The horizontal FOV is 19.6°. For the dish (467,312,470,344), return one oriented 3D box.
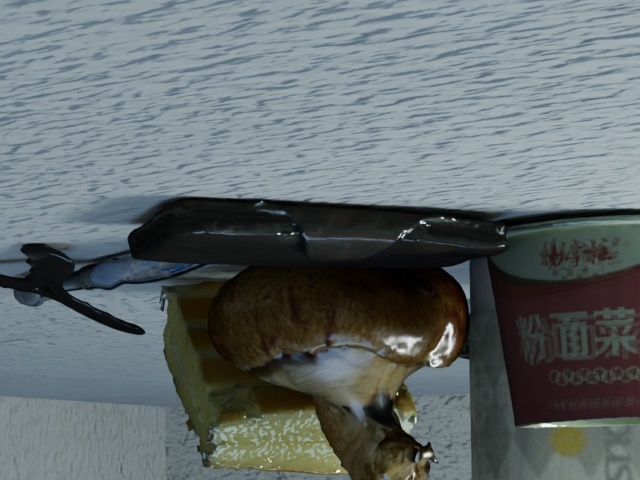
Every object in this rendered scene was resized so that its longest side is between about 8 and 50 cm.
[{"bbox_3d":[0.221,0.149,2.282,0.141,0.078,0.141,37,160,16],"label":"dish"}]

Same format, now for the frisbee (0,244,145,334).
[{"bbox_3d":[-0.288,0.042,1.855,0.187,0.012,0.211,10,159,22],"label":"frisbee"}]

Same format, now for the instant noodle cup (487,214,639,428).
[{"bbox_3d":[0.262,0.077,1.676,0.235,0.178,0.235,-2,172,0],"label":"instant noodle cup"}]

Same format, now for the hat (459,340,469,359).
[{"bbox_3d":[0.190,0.144,2.592,0.121,0.050,0.121,1,178,0],"label":"hat"}]

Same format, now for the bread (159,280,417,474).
[{"bbox_3d":[-0.042,0.147,2.002,0.246,0.111,0.239,4,-148,-21],"label":"bread"}]

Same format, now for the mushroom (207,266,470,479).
[{"bbox_3d":[0.010,0.101,1.825,0.267,0.254,0.267,19,157,9],"label":"mushroom"}]

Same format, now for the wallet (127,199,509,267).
[{"bbox_3d":[0.000,0.000,1.604,0.310,0.042,0.165,3,173,-20],"label":"wallet"}]

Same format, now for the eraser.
[{"bbox_3d":[0.258,0.209,1.824,0.213,0.396,0.082,1,171,-6],"label":"eraser"}]

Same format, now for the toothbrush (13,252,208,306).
[{"bbox_3d":[-0.205,0.031,1.839,0.042,0.035,0.413,-20,-175,-34],"label":"toothbrush"}]
